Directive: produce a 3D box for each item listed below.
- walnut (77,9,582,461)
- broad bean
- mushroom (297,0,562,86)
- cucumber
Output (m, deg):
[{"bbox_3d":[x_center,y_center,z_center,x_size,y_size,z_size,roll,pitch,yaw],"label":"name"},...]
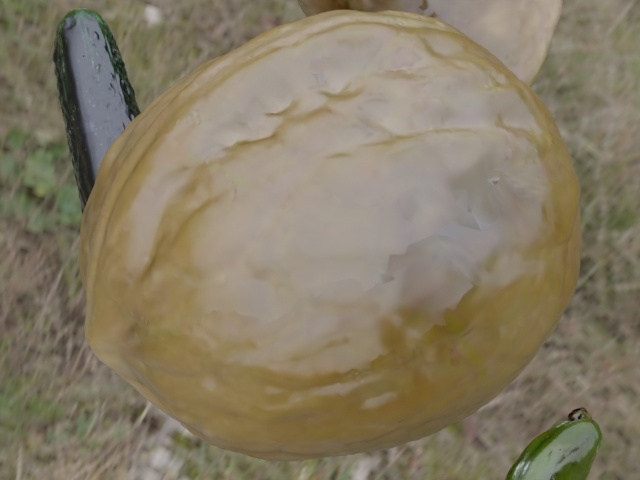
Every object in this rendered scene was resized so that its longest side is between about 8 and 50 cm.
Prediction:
[{"bbox_3d":[0.000,0.000,1.279,0.332,0.333,0.333,7,63,-14],"label":"walnut"},{"bbox_3d":[0.088,0.202,1.151,0.052,0.053,0.256,38,81,-15],"label":"broad bean"},{"bbox_3d":[0.073,-0.304,1.836,0.313,0.224,0.397,15,66,-50],"label":"mushroom"},{"bbox_3d":[-0.191,-0.094,1.753,0.074,0.074,0.241,-11,82,-22],"label":"cucumber"}]
